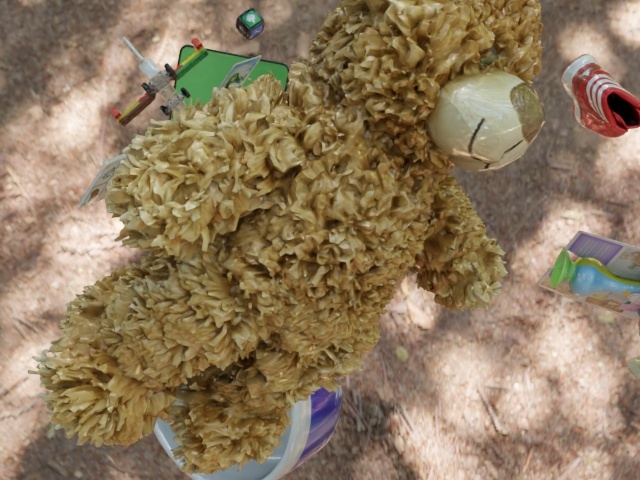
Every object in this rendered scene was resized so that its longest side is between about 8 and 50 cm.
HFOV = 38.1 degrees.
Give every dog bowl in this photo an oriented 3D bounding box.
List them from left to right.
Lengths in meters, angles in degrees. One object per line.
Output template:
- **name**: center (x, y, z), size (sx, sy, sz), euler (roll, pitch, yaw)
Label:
- **dog bowl**: center (-0.106, 0.182, 1.191), size (0.265, 0.265, 0.104), euler (36, 27, 25)

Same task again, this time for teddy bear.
- **teddy bear**: center (0.000, 0.000, 0.482), size (0.338, 0.245, 0.113), euler (-38, 38, 2)

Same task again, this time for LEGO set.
- **LEGO set**: center (-0.156, -0.148, 0.967), size (0.060, 0.244, 0.182), euler (49, 40, 7)

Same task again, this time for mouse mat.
- **mouse mat**: center (-0.150, -0.227, 1.502), size (0.189, 0.007, 0.153), euler (13, 101, 10)

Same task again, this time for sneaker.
- **sneaker**: center (0.462, -0.193, 1.466), size (0.087, 0.221, 0.128), euler (-43, 51, 17)

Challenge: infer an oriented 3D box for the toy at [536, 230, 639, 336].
- **toy**: center (0.339, 0.072, 0.904), size (0.237, 0.137, 0.056), euler (21, 65, 5)

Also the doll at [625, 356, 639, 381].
- **doll**: center (0.259, 0.010, 0.542), size (0.129, 0.189, 0.046), euler (18, 19, -22)
